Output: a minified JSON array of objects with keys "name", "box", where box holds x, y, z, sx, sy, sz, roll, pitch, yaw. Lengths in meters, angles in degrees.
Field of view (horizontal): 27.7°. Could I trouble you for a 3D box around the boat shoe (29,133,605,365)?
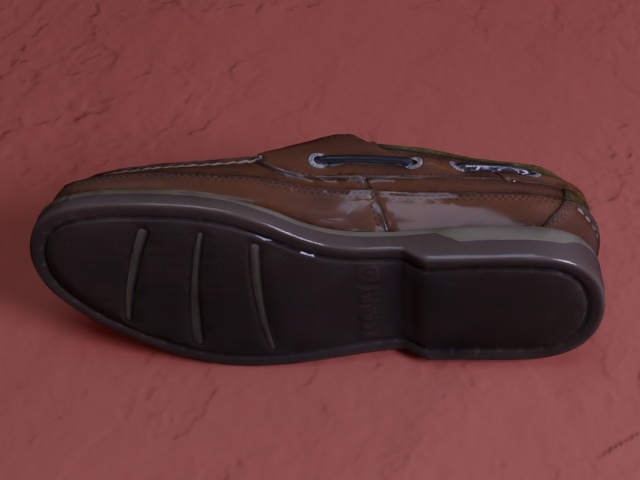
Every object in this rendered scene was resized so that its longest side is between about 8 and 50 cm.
[{"name":"boat shoe","box":[0.000,0.000,0.724,0.307,0.110,0.104,7,42,-2]}]
